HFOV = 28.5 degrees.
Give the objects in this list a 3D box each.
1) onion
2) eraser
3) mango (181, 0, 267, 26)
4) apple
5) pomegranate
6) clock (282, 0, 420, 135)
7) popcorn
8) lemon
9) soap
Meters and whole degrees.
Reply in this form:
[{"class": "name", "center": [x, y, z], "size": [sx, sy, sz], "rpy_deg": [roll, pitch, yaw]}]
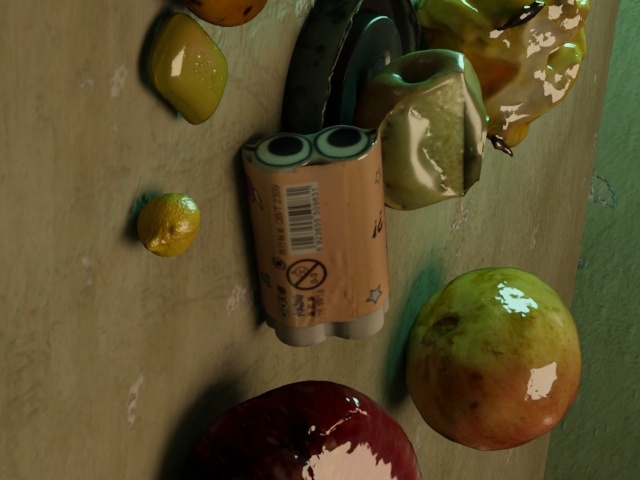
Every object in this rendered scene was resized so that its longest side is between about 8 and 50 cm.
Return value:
[{"class": "onion", "center": [-0.044, 0.341, 1.608], "size": [0.348, 0.285, 0.347], "rpy_deg": [-4, 99, -25]}, {"class": "eraser", "center": [0.000, 0.000, 1.587], "size": [0.087, 0.171, 0.290], "rpy_deg": [-98, -178, -51]}, {"class": "mango", "center": [-0.097, -0.278, 1.302], "size": [0.178, 0.090, 0.115], "rpy_deg": [11, 85, -76]}, {"class": "apple", "center": [0.129, -0.145, 1.630], "size": [0.207, 0.174, 0.188], "rpy_deg": [-27, 117, -27]}, {"class": "pomegranate", "center": [0.320, 0.223, 2.264], "size": [0.338, 0.338, 0.338], "rpy_deg": [14, 90, -68]}, {"class": "clock", "center": [0.046, -0.195, 1.713], "size": [0.325, 0.067, 0.325], "rpy_deg": [14, 90, -68]}, {"class": "popcorn", "center": [0.271, -0.318, 1.985], "size": [0.297, 0.281, 0.316], "rpy_deg": [15, 122, -33]}, {"class": "lemon", "center": [-0.161, -0.016, 1.327], "size": [0.092, 0.065, 0.065], "rpy_deg": [-59, 152, -47]}, {"class": "soap", "center": [-0.136, -0.178, 1.319], "size": [0.140, 0.045, 0.089], "rpy_deg": [47, 56, -64]}]
